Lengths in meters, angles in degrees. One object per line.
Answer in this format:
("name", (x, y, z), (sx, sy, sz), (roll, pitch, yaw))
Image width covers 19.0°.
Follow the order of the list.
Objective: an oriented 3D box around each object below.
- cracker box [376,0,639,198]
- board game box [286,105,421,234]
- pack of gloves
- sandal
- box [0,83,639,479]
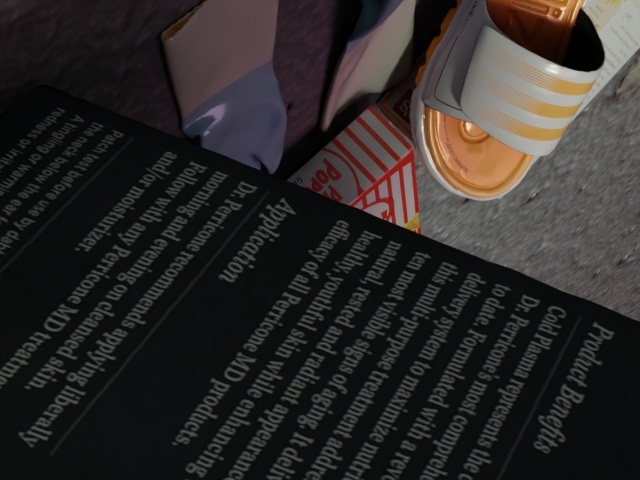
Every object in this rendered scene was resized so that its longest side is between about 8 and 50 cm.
("cracker box", (0.160, -0.144, 1.337), (0.232, 0.067, 0.156), (-48, 159, 8))
("board game box", (0.000, 0.000, 1.325), (0.147, 0.045, 0.193), (-42, 164, -7))
("pack of gloves", (0.000, -0.101, 1.140), (0.195, 0.046, 0.232), (-39, 160, -18))
("sandal", (0.136, -0.136, 1.201), (0.102, 0.076, 0.265), (8, 115, -24))
("box", (-0.029, 0.252, 0.949), (0.297, 0.472, 0.480), (-51, 160, -51))
